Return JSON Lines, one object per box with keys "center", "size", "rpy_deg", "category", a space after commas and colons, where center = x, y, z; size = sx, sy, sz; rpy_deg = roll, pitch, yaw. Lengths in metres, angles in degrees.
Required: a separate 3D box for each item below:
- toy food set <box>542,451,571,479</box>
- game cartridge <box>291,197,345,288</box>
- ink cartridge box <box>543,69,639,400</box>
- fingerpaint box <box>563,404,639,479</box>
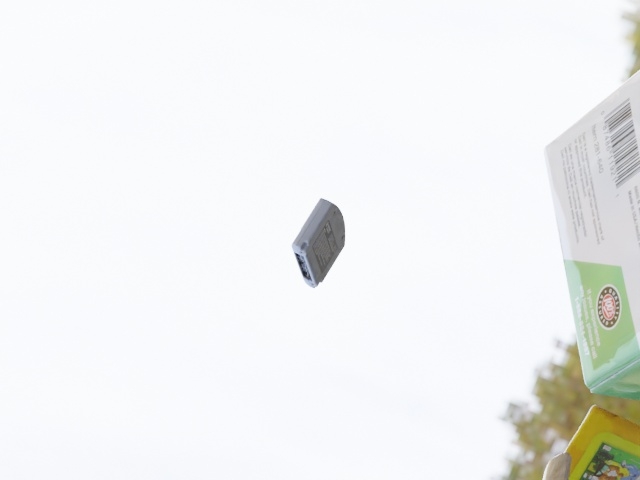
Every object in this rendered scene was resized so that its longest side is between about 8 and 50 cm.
{"center": [0.126, 0.274, 1.557], "size": [0.071, 0.218, 0.128], "rpy_deg": [52, -155, -24], "category": "toy food set"}
{"center": [0.000, 0.000, 1.554], "size": [0.017, 0.056, 0.083], "rpy_deg": [29, 162, 20], "category": "game cartridge"}
{"center": [0.289, -0.035, 1.271], "size": [0.117, 0.278, 0.201], "rpy_deg": [11, -123, -30], "category": "ink cartridge box"}
{"center": [0.398, 0.435, 1.981], "size": [0.445, 0.163, 0.371], "rpy_deg": [22, -120, 26], "category": "fingerpaint box"}
